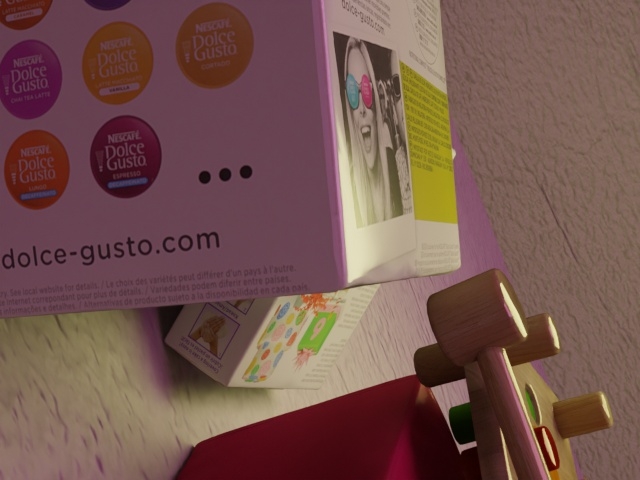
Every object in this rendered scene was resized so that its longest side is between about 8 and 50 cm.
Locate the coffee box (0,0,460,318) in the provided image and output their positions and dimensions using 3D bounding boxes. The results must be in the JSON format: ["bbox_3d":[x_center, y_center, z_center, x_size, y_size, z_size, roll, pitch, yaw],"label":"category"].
[{"bbox_3d":[-0.097,-0.121,0.748,0.338,0.338,0.334,-1,86,-70],"label":"coffee box"}]

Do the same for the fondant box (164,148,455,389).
[{"bbox_3d":[0.000,0.000,1.041,0.096,0.330,0.238,30,4,24],"label":"fondant box"}]

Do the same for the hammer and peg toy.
[{"bbox_3d":[0.161,0.193,0.785,0.361,0.127,0.266,45,33,-49],"label":"hammer and peg toy"}]

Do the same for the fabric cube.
[{"bbox_3d":[0.007,0.311,0.823,0.259,0.254,0.258,65,18,-12],"label":"fabric cube"}]
